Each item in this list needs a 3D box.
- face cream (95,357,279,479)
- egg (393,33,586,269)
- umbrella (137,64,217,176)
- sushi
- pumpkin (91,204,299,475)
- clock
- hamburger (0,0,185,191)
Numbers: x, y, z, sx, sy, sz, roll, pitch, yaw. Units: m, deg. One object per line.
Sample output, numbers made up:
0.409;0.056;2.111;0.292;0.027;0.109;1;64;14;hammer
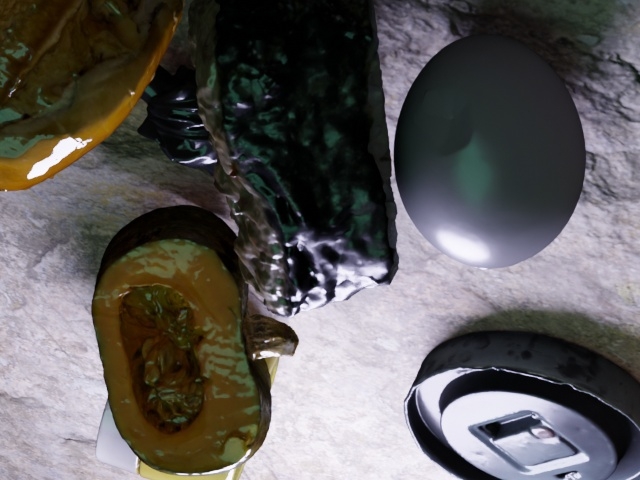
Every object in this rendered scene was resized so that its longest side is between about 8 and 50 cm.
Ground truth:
-0.171;0.217;1.700;0.179;0.218;0.218;19;144;3;face cream
0.154;-0.082;1.179;0.176;0.176;0.232;10;141;17;egg
-0.097;-0.094;1.363;0.272;0.110;0.122;38;176;-19;umbrella
-0.023;-0.100;1.185;0.170;0.211;0.350;-9;128;0;sushi
-0.139;0.116;1.505;0.221;0.139;0.317;-7;95;7;pumpkin
0.265;0.232;1.618;0.325;0.067;0.325;15;144;11;clock
-0.276;-0.171;1.196;0.314;0.290;0.170;-10;130;38;hamburger
